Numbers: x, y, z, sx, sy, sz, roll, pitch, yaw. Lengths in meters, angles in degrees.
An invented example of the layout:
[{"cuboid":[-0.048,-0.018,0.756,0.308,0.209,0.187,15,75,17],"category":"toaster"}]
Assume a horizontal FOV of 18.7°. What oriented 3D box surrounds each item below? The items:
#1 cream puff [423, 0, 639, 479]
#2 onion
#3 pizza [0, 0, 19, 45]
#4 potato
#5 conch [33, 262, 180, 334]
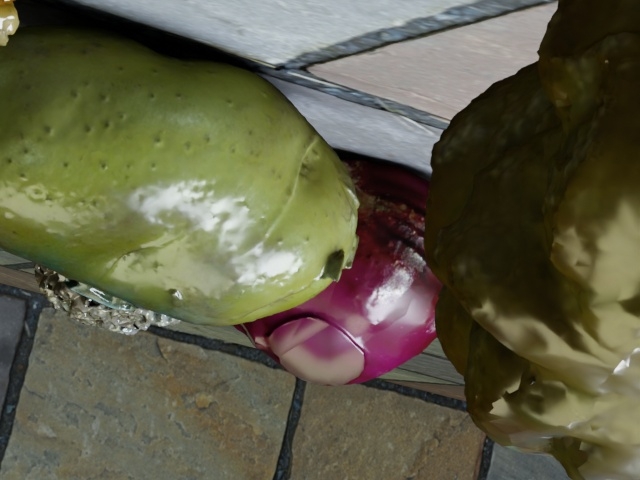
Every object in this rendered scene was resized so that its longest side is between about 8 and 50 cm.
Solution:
[{"cuboid":[0.151,-0.010,0.610,0.244,0.196,0.244,10,173,1],"category":"cream puff"},{"cuboid":[-0.003,0.014,1.252,0.173,0.135,0.198,-16,141,40],"category":"onion"},{"cuboid":[-0.178,-0.136,0.673,0.182,0.073,0.365,20,175,15],"category":"pizza"},{"cuboid":[-0.100,-0.035,1.041,0.248,0.143,0.169,17,164,-29],"category":"potato"},{"cuboid":[-0.137,-0.024,1.356,0.178,0.163,0.245,-31,133,24],"category":"conch"}]
